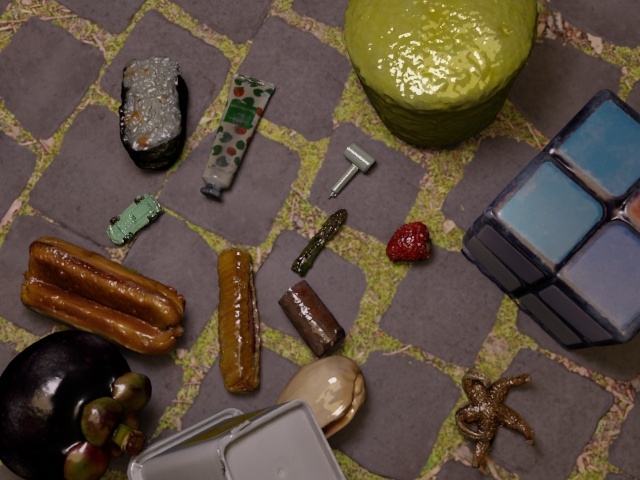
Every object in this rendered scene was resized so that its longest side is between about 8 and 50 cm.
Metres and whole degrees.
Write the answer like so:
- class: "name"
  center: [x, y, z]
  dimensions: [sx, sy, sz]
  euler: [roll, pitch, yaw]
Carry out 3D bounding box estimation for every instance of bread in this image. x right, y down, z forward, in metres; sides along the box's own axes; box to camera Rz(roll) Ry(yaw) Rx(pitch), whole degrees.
- class: "bread"
  center: [0.227, -0.365, 1.400]
  dimensions: [0.348, 0.308, 0.348]
  euler: [-2, 77, 9]

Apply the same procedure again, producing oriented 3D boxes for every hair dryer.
- class: "hair dryer"
  center: [0.052, -0.136, 1.506]
  dimensions: [0.063, 0.038, 0.124]
  euler: [41, 91, 11]

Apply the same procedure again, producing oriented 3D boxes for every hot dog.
- class: "hot dog"
  center: [-0.163, 0.153, 1.441]
  dimensions: [0.083, 0.068, 0.289]
  euler: [-7, 79, 9]
- class: "hot dog"
  center: [-0.420, 0.108, 1.438]
  dimensions: [0.349, 0.117, 0.158]
  euler: [20, 100, 9]

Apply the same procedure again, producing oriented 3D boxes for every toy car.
- class: "toy car"
  center: [-0.380, -0.042, 1.507]
  dimensions: [0.122, 0.035, 0.059]
  euler: [-41, 79, 3]

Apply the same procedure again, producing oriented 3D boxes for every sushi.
- class: "sushi"
  center: [-0.340, -0.260, 1.504]
  dimensions: [0.136, 0.126, 0.225]
  euler: [-3, 77, 3]

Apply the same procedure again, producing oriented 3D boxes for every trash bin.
- class: "trash bin"
  center: [-0.124, 0.424, 1.214]
  dimensions: [0.256, 0.368, 0.296]
  euler: [-19, 78, -36]

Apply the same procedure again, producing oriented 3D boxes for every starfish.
- class: "starfish"
  center: [0.325, 0.332, 1.372]
  dimensions: [0.146, 0.074, 0.190]
  euler: [12, 80, 7]

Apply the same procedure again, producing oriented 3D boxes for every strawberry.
- class: "strawberry"
  center: [0.174, 0.008, 1.448]
  dimensions: [0.096, 0.083, 0.083]
  euler: [-31, 79, 4]

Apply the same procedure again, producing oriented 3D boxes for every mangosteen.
- class: "mangosteen"
  center: [-0.433, 0.307, 1.315]
  dimensions: [0.302, 0.275, 0.275]
  euler: [18, 80, 26]

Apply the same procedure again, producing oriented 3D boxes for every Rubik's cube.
- class: "Rubik's cube"
  center: [0.477, -0.020, 1.313]
  dimensions: [0.316, 0.313, 0.318]
  euler: [44, 85, 10]

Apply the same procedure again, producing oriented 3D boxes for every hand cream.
- class: "hand cream"
  center: [-0.180, -0.216, 1.523]
  dimensions: [0.095, 0.059, 0.276]
  euler: [17, 76, 4]

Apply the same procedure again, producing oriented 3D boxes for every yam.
- class: "yam"
  center: [-0.017, 0.153, 1.429]
  dimensions: [0.079, 0.079, 0.141]
  euler: [-38, 79, -5]

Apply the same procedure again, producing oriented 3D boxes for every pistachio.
- class: "pistachio"
  center: [-0.002, 0.301, 1.382]
  dimensions: [0.200, 0.117, 0.145]
  euler: [-43, 42, 5]

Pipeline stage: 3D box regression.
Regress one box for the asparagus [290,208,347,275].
- class: "asparagus"
  center: [0.000, 0.000, 1.480]
  dimensions: [0.036, 0.030, 0.165]
  euler: [36, 84, 34]
